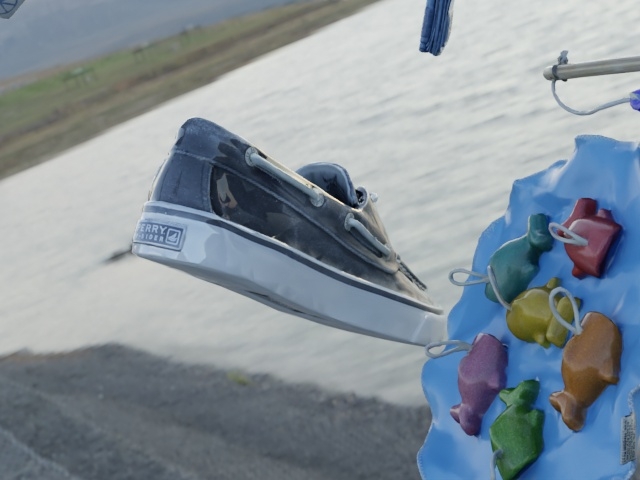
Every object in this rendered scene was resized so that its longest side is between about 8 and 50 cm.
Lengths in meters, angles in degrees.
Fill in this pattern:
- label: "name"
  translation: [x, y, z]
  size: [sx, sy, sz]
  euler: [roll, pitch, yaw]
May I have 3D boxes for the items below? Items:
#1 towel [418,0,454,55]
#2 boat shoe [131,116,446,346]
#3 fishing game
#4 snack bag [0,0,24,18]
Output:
- label: "towel"
  translation: [0.124, -0.248, 1.188]
  size: [0.029, 0.120, 0.067]
  euler: [10, 16, 8]
- label: "boat shoe"
  translation: [0.000, 0.000, 0.781]
  size: [0.108, 0.102, 0.301]
  euler: [10, -9, 40]
- label: "fishing game"
  translation: [0.083, 0.040, 0.485]
  size: [0.041, 0.264, 0.189]
  euler: [21, 3, -18]
- label: "snack bag"
  translation: [-0.257, -0.328, 0.840]
  size: [0.342, 0.037, 0.323]
  euler: [-42, -33, 22]
